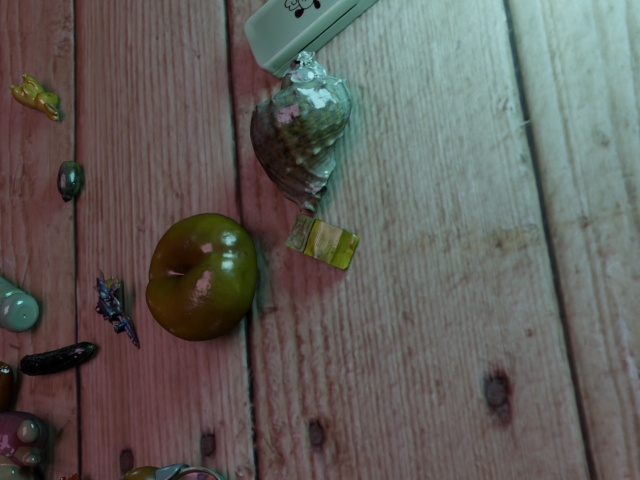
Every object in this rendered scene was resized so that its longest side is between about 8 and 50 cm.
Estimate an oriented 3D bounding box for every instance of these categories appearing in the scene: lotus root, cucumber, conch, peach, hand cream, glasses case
[{"bbox_3d":[-0.584,-0.138,2.148,0.049,0.054,0.099,-20,64,54],"label":"lotus root"},{"bbox_3d":[-0.575,0.260,2.037,0.214,0.052,0.058,-16,40,31],"label":"cucumber"},{"bbox_3d":[-0.051,-0.204,1.700,0.210,0.159,0.291,1,80,36],"label":"conch"},{"bbox_3d":[-0.231,0.070,1.771,0.251,0.153,0.251,-12,66,28],"label":"peach"},{"bbox_3d":[-0.783,0.139,2.199,0.306,0.093,0.147,17,87,40],"label":"hand cream"},{"bbox_3d":[-0.008,-0.456,1.792,0.313,0.070,0.131,-35,59,25],"label":"glasses case"}]

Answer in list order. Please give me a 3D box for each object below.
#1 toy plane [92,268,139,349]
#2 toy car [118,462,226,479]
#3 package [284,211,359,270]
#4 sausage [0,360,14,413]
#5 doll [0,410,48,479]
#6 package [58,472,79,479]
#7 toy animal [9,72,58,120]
[{"bbox_3d":[-0.436,0.153,1.954,0.135,0.062,0.188,-56,50,47],"label":"toy plane"},{"bbox_3d":[-0.261,0.501,1.700,0.235,0.145,0.235,-9,62,17],"label":"toy car"},{"bbox_3d":[0.000,0.000,1.678,0.131,0.047,0.071,25,90,40],"label":"package"},{"bbox_3d":[-0.777,0.433,2.113,0.102,0.102,0.330,12,84,38],"label":"sausage"},{"bbox_3d":[-0.673,0.497,1.983,0.196,0.152,0.256,6,85,51],"label":"doll"},{"bbox_3d":[-0.529,0.637,1.866,0.223,0.108,0.288,38,104,39],"label":"package"},{"bbox_3d":[-0.687,-0.342,2.281,0.159,0.083,0.070,32,71,27],"label":"toy animal"}]
